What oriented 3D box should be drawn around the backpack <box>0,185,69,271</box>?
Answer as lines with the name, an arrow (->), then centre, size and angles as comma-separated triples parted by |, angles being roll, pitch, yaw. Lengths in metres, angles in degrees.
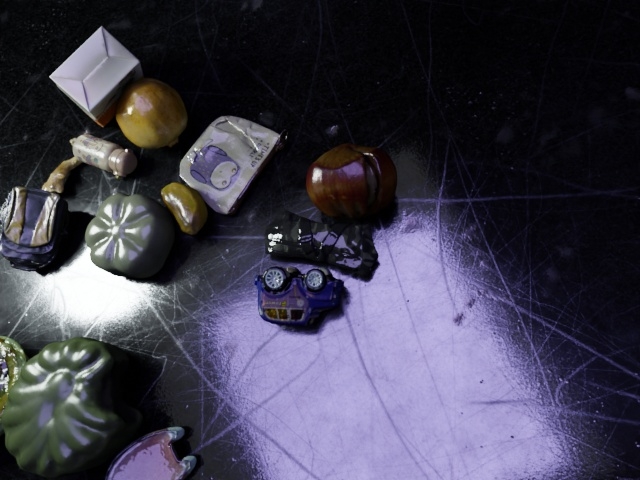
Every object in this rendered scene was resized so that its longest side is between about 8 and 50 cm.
backpack -> -0.915, -0.030, 1.464 | 0.206, 0.133, 0.258 | 11, 81, -13

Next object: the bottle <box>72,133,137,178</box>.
bottle -> -0.717, -0.277, 1.540 | 0.209, 0.097, 0.110 | 21, 100, 17

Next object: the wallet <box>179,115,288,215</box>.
wallet -> -0.287, -0.261, 1.464 | 0.275, 0.068, 0.335 | 31, 80, 17

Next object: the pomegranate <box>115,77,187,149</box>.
pomegranate -> -0.548, -0.409, 1.487 | 0.233, 0.233, 0.233 | -4, 70, 10

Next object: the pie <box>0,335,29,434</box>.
pie -> -0.959, 0.426, 1.323 | 0.323, 0.070, 0.323 | -7, 71, 22

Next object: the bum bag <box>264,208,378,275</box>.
bum bag -> 0.000, 0.000, 1.303 | 0.341, 0.095, 0.143 | 12, 82, 17

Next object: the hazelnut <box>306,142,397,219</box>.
hazelnut -> 0.085, -0.162, 1.291 | 0.252, 0.217, 0.217 | -10, 68, -9

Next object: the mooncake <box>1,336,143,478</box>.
mooncake -> -0.664, 0.438, 1.227 | 0.352, 0.187, 0.351 | -3, 73, 10

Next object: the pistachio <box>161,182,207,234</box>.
pistachio -> -0.408, -0.102, 1.411 | 0.110, 0.100, 0.189 | -40, 70, 0

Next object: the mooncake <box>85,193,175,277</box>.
mooncake -> -0.582, -0.018, 1.402 | 0.275, 0.135, 0.274 | -3, 74, 11

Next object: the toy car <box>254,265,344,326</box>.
toy car -> -0.055, 0.149, 1.232 | 0.235, 0.172, 0.157 | 1, 87, 9

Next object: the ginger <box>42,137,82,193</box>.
ginger -> -0.882, -0.214, 1.562 | 0.089, 0.075, 0.288 | 21, 80, 39

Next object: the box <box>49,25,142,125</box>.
box -> -0.705, -0.514, 1.492 | 0.143, 0.341, 0.225 | 43, 82, -16

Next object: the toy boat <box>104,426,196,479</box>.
toy boat -> -0.443, 0.589, 1.196 | 0.228, 0.085, 0.155 | -28, 76, -12
